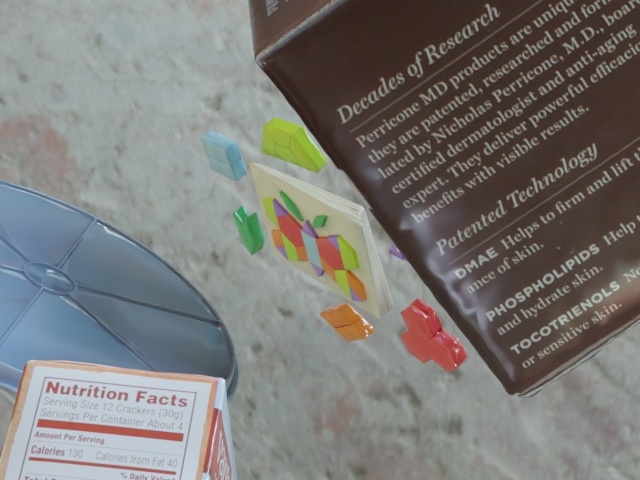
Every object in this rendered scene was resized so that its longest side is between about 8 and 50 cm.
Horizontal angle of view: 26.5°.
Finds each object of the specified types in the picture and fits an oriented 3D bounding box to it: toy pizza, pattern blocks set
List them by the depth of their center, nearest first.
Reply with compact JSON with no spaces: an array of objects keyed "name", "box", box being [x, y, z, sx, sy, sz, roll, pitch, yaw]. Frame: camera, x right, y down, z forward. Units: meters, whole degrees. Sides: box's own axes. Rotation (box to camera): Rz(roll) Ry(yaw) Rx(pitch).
[{"name":"toy pizza","box":[-0.132,0.030,0.633,0.201,0.201,0.032,36,109,20]},{"name":"pattern blocks set","box":[0.000,0.000,1.408,0.026,0.285,0.325,-38,32,-25]}]

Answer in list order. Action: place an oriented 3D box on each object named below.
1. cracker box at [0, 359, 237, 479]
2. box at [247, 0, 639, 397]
[{"name":"cracker box","box":[-0.071,0.174,0.408,0.067,0.156,0.232,6,55,4]},{"name":"box","box":[0.091,-0.075,0.637,0.167,0.203,0.168,-35,21,10]}]
